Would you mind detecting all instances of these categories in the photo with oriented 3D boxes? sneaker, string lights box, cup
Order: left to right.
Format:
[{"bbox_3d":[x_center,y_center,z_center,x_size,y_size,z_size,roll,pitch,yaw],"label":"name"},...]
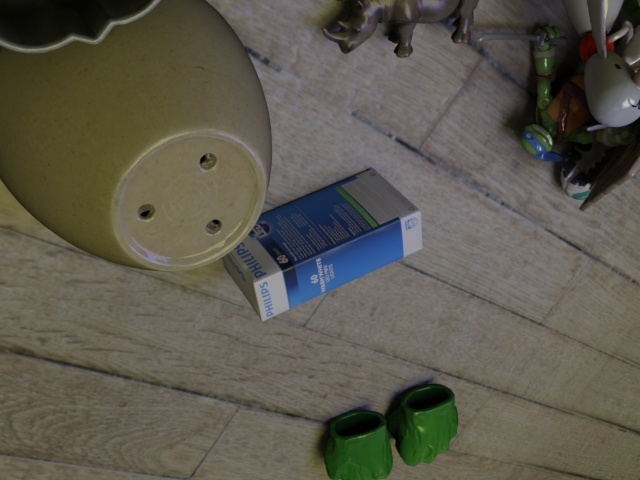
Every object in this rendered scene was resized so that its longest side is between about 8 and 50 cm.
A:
[{"bbox_3d":[-0.183,-0.098,0.922,0.331,0.237,0.331,-17,129,-23],"label":"cup"},{"bbox_3d":[0.000,0.000,1.178,0.260,0.133,0.076,-23,132,-16],"label":"string lights box"},{"bbox_3d":[0.530,-0.174,1.440,0.275,0.107,0.110,-38,153,2],"label":"sneaker"}]

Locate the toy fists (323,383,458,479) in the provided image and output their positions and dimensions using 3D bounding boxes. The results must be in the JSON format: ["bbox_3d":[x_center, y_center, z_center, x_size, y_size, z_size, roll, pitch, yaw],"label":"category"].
[{"bbox_3d":[0.134,0.371,1.558,0.279,0.096,0.142,-16,118,-21],"label":"toy fists"}]

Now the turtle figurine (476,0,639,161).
[{"bbox_3d":[0.414,-0.246,1.227,0.266,0.198,0.274,-42,139,-8],"label":"turtle figurine"}]

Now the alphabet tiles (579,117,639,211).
[{"bbox_3d":[0.493,-0.179,1.210,0.285,0.011,0.342,-53,173,-7],"label":"alphabet tiles"}]

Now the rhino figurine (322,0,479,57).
[{"bbox_3d":[0.109,-0.301,1.078,0.243,0.073,0.106,-18,133,-20],"label":"rhino figurine"}]

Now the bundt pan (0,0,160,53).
[{"bbox_3d":[-0.274,-0.350,0.758,0.331,0.124,0.330,-16,127,-22],"label":"bundt pan"}]

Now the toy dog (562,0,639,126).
[{"bbox_3d":[0.392,-0.330,1.074,0.220,0.333,0.161,-19,170,-36],"label":"toy dog"}]
